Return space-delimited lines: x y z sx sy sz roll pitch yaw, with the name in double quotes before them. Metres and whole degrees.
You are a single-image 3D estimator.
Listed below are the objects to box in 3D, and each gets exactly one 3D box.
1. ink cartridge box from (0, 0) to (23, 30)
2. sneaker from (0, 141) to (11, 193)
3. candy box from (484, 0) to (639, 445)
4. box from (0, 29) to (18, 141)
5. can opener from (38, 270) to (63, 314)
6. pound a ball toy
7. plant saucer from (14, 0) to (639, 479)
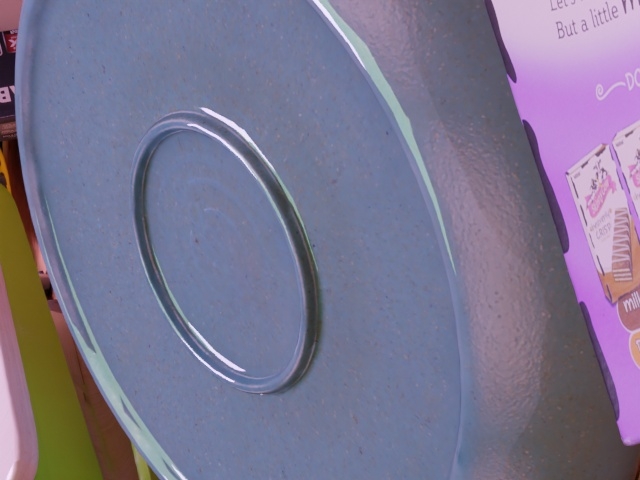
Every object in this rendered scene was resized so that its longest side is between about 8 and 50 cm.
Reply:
"ink cartridge box" -0.263 -0.271 0.894 0.131 0.226 0.306 135 120 -66
"sneaker" -0.297 -0.141 1.177 0.146 0.134 0.344 -113 27 -51
"candy box" 0.095 -0.073 0.306 0.165 0.070 0.196 142 115 -67
"box" -0.265 -0.139 0.973 0.051 0.220 0.175 135 122 -70
"can opener" -0.261 0.102 1.281 0.280 0.074 0.093 123 132 -61
"pound a ball toy" -0.175 0.059 0.789 0.136 0.208 0.319 -62 31 23
"plant saucer" -0.023 0.000 0.555 0.317 0.043 0.318 30 132 40
